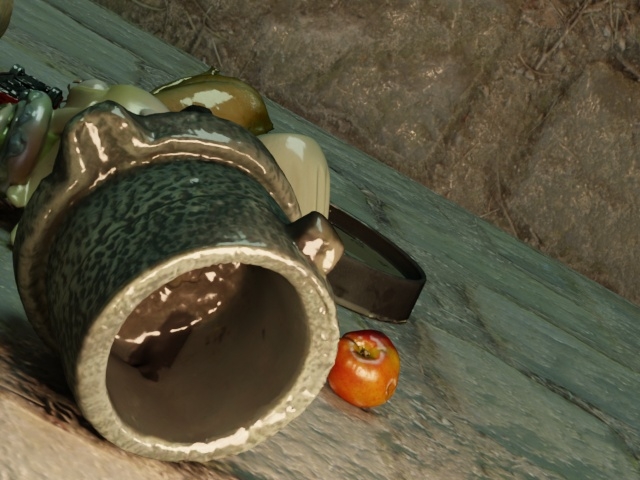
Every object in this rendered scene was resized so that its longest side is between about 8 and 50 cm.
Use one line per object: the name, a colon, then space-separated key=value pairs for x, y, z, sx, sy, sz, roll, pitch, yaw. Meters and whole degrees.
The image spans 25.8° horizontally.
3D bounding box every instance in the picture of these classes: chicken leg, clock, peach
chicken leg: x=-0.253 y=-0.140 z=1.868 sx=0.429 sy=0.201 sz=0.152 roll=-5 pitch=-5 yaw=-31
clock: x=0.000 y=0.000 z=2.296 sx=0.386 sy=0.076 sz=0.386 roll=30 pitch=11 yaw=-6
peach: x=0.052 y=0.159 z=1.709 sx=0.100 sy=0.101 sz=0.101 roll=30 pitch=11 yaw=-6

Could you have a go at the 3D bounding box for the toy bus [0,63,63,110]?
toy bus: x=-0.434 y=-0.190 z=1.958 sx=0.081 sy=0.089 sz=0.195 roll=31 pitch=10 yaw=2

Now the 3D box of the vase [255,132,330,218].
vase: x=-0.049 y=-0.013 z=1.834 sx=0.128 sy=0.248 sz=0.128 roll=-1 pitch=-9 yaw=0

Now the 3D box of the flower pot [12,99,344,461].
flower pot: x=-0.140 y=0.015 z=1.281 sx=0.299 sy=0.299 sz=0.283 roll=24 pitch=20 yaw=-33

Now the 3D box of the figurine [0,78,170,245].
figurine: x=-0.354 y=-0.097 z=1.623 sx=0.394 sy=0.226 sz=0.275 roll=20 pitch=42 yaw=-20

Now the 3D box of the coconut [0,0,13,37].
coconut: x=-0.586 y=-0.393 z=2.183 sx=0.202 sy=0.202 sz=0.222 roll=23 pitch=15 yaw=-36
